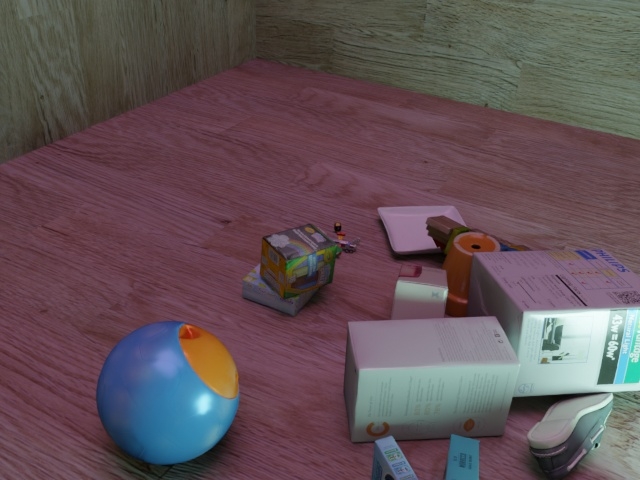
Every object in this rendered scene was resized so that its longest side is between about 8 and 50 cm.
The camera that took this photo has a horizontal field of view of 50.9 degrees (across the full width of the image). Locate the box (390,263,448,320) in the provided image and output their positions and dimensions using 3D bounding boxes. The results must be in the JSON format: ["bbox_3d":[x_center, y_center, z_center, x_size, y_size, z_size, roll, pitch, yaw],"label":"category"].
[{"bbox_3d":[0.253,0.158,1.723,0.126,0.149,0.232,9,9,9],"label":"box"}]

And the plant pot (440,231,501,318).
[{"bbox_3d":[0.423,0.087,1.880,0.205,0.188,0.205,1,31,-1],"label":"plant pot"}]

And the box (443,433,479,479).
[{"bbox_3d":[0.261,0.464,1.263,0.060,0.101,0.244,10,10,12],"label":"box"}]

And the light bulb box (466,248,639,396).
[{"bbox_3d":[0.589,0.186,1.649,0.360,0.225,0.358,-1,22,-5],"label":"light bulb box"}]

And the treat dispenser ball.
[{"bbox_3d":[-0.311,0.310,1.381,0.288,0.288,0.288,2,32,-1],"label":"treat dispenser ball"}]

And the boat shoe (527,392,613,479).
[{"bbox_3d":[0.556,0.417,1.469,0.116,0.099,0.319,-17,-2,45],"label":"boat shoe"}]

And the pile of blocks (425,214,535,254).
[{"bbox_3d":[0.475,0.040,2.006,0.362,0.113,0.149,21,19,9],"label":"pile of blocks"}]

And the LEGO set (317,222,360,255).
[{"bbox_3d":[0.000,0.000,2.125,0.244,0.060,0.182,-21,42,-33],"label":"LEGO set"}]

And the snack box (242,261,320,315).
[{"bbox_3d":[-0.097,0.111,1.923,0.174,0.070,0.207,17,36,21],"label":"snack box"}]

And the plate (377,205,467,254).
[{"bbox_3d":[0.344,-0.029,2.200,0.277,0.045,0.277,-2,32,-7],"label":"plate"}]

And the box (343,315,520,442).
[{"bbox_3d":[0.233,0.306,1.491,0.345,0.215,0.168,-1,31,-6],"label":"box"}]

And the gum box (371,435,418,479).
[{"bbox_3d":[0.150,0.487,1.246,0.041,0.157,0.184,-11,34,-19],"label":"gum box"}]

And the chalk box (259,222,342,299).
[{"bbox_3d":[-0.043,0.049,1.844,0.213,0.132,0.132,-16,39,-32],"label":"chalk box"}]
